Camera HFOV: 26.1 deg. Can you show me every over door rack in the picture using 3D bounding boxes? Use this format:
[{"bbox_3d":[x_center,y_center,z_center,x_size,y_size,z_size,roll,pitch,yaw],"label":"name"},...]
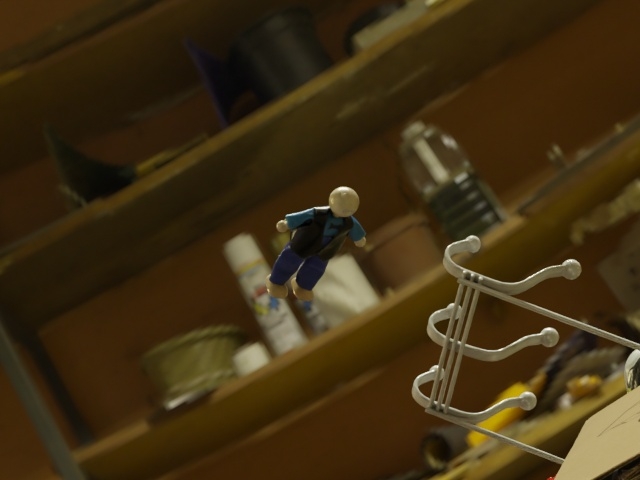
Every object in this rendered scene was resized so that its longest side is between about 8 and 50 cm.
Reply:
[{"bbox_3d":[0.267,0.151,1.492,0.108,0.324,0.239,-43,-27,-39],"label":"over door rack"}]

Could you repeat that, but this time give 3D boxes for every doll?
[{"bbox_3d":[0.000,0.000,1.744,0.129,0.046,0.189,7,-45,-25],"label":"doll"}]

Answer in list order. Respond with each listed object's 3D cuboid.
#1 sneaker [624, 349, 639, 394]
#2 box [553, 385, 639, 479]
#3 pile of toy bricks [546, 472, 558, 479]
[{"bbox_3d":[0.526,0.302,1.984,0.145,0.385,0.147,-41,23,-15],"label":"sneaker"},{"bbox_3d":[0.207,0.091,0.766,0.164,0.021,0.201,-34,-3,19],"label":"box"},{"bbox_3d":[0.143,0.238,1.028,0.118,0.105,0.212,-26,-20,-14],"label":"pile of toy bricks"}]
